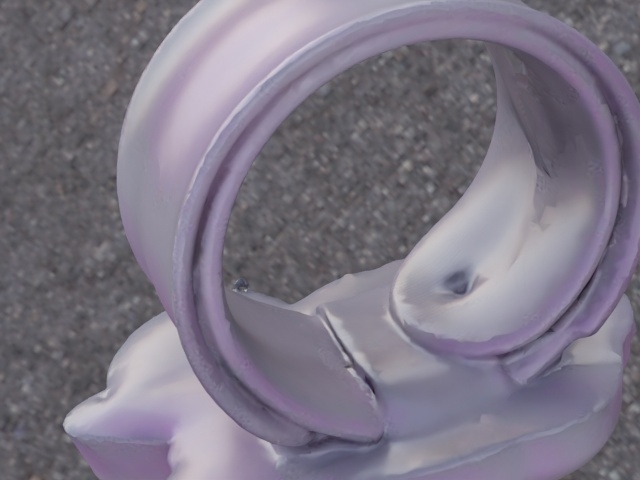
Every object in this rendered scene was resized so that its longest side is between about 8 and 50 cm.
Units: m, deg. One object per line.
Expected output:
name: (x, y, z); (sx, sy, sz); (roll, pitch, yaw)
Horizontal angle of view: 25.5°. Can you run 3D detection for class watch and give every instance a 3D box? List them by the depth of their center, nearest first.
watch: (0.000, 0.000, 0.567); (0.249, 0.217, 0.211); (-19, 29, -10)
